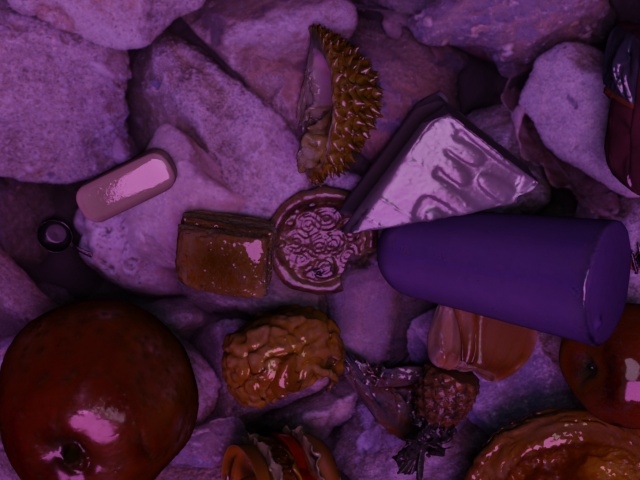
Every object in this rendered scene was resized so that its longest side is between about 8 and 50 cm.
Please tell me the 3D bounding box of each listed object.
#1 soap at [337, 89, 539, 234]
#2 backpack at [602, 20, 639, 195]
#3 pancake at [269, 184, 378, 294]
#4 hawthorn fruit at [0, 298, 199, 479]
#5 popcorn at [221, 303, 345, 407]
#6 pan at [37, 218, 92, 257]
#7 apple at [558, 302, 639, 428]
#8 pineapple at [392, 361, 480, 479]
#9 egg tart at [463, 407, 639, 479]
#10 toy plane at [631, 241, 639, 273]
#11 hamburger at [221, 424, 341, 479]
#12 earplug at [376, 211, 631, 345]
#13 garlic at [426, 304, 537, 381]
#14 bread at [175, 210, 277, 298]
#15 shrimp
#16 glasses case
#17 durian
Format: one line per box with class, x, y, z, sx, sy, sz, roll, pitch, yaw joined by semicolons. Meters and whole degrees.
soap;0.220;-0.082;1.735;0.257;0.159;0.302;35;103;-16
backpack;0.635;-0.229;1.675;0.283;0.197;0.317;-1;115;-2
pancake;0.000;0.000;1.840;0.212;0.029;0.235;30;106;-11
hawthorn fruit;-0.428;0.317;1.768;0.402;0.403;0.403;0;112;-1
popcorn;-0.079;0.226;1.825;0.250;0.250;0.190;-7;95;2
pan;-0.494;0.000;1.831;0.115;0.023;0.068;30;107;-9
apple;0.588;0.242;1.826;0.253;0.253;0.254;0;112;-1
pineapple;0.227;0.363;1.895;0.128;0.128;0.248;18;106;-8
egg tart;0.507;0.522;1.978;0.443;0.178;0.443;0;112;1
toy plane;0.655;0.003;1.837;0.130;0.061;0.189;-12;111;36
hamburger;-0.065;0.515;1.916;0.212;0.274;0.274;-5;114;-27
earplug;0.308;0.042;1.695;0.456;0.215;0.215;10;117;36
garlic;0.324;0.161;1.859;0.217;0.110;0.228;20;82;-12
bread;-0.186;0.027;1.797;0.196;0.102;0.138;10;112;4
shrimp;0.158;0.304;1.950;0.164;0.062;0.317;-44;110;7
glasses case;-0.366;-0.104;1.779;0.196;0.050;0.083;-24;108;8
durian;0.019;-0.223;1.694;0.166;0.172;0.306;16;121;18
